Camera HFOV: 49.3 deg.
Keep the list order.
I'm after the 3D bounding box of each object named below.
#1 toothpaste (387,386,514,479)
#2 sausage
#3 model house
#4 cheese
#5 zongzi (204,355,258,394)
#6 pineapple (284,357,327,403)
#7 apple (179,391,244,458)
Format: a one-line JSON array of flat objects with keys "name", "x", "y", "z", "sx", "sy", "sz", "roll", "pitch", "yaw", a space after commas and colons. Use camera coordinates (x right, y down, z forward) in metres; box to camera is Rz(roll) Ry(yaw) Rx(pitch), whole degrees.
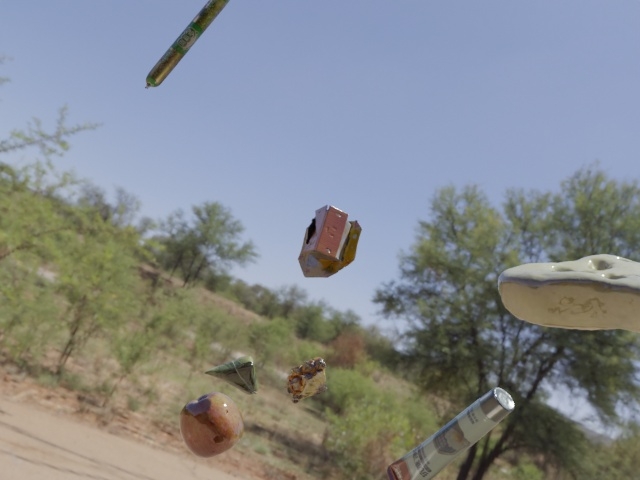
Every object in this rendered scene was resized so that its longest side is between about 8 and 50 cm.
[{"name": "toothpaste", "x": 0.171, "y": 0.281, "z": 0.955, "sx": 0.039, "sy": 0.239, "sz": 0.062, "roll": 17, "pitch": 38, "yaw": -33}, {"name": "sausage", "x": -0.259, "y": -0.402, "z": 1.377, "sx": 0.033, "sy": 0.269, "sz": 0.033, "roll": 38, "pitch": -5, "yaw": 4}, {"name": "model house", "x": 0.000, "y": 0.000, "z": 2.191, "sx": 0.207, "sy": 0.219, "sz": 0.136, "roll": 9, "pitch": -20, "yaw": 29}, {"name": "cheese", "x": 0.570, "y": 0.107, "z": 1.559, "sx": 0.329, "sy": 0.129, "sz": 0.351, "roll": 4, "pitch": 10, "yaw": 19}, {"name": "zongzi", "x": -0.202, "y": 0.323, "z": 1.604, "sx": 0.052, "sy": 0.113, "sz": 0.104, "roll": -129, "pitch": -154, "yaw": -55}, {"name": "pineapple", "x": -0.024, "y": 0.368, "z": 1.841, "sx": 0.116, "sy": 0.137, "sz": 0.069, "roll": 27, "pitch": 25, "yaw": -43}, {"name": "apple", "x": -0.329, "y": 0.551, "z": 2.097, "sx": 0.173, "sy": 0.188, "sz": 0.188, "roll": 67, "pitch": -16, "yaw": -3}]
